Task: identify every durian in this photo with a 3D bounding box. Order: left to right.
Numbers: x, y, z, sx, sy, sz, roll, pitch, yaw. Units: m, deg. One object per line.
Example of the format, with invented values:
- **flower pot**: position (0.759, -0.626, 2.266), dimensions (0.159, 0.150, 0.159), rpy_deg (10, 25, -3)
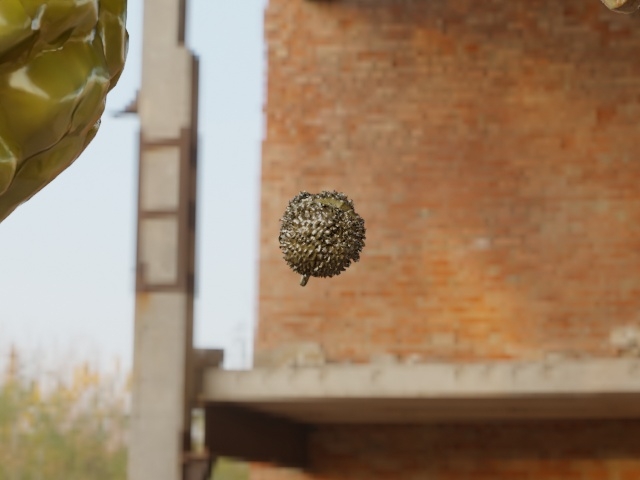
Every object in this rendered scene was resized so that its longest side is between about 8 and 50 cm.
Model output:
- **durian**: position (0.000, 0.000, 1.418), dimensions (0.080, 0.091, 0.080), rpy_deg (16, 18, -5)

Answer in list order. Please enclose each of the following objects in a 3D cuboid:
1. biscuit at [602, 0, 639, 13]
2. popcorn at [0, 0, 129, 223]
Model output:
- **biscuit**: position (0.217, -0.198, 1.043), dimensions (0.027, 0.133, 0.184), rpy_deg (-2, 22, -35)
- **popcorn**: position (-0.172, -0.066, 0.492), dimensions (0.200, 0.226, 0.203), rpy_deg (45, -16, -15)
